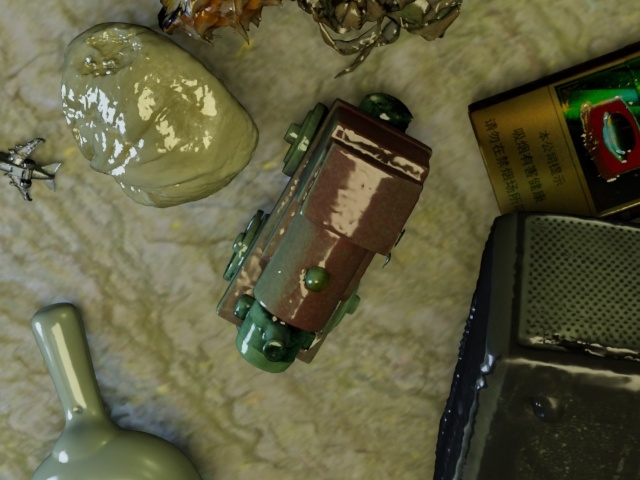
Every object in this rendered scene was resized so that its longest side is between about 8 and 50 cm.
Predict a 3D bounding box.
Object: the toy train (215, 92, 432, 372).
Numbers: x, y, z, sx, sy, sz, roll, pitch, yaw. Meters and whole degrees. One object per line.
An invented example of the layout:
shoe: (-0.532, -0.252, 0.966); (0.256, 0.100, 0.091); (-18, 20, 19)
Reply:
toy train: (0.000, 0.000, 1.934); (0.150, 0.221, 0.304); (26, 108, -7)

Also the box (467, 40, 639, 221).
box: (0.283, -0.096, 1.935); (0.240, 0.071, 0.159); (-20, 73, 9)

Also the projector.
projector: (0.324, 0.198, 1.904); (0.405, 0.242, 0.395); (10, 135, 0)

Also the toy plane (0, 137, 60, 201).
toy plane: (-0.315, -0.077, 2.030); (0.083, 0.031, 0.079); (14, 121, -3)

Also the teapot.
teapot: (-0.216, 0.238, 2.061); (0.219, 0.149, 0.318); (7, 110, 10)

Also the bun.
bun: (-0.175, -0.114, 1.916); (0.220, 0.220, 0.134); (36, 72, -8)

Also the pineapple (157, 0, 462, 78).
pineapple: (0.010, -0.267, 1.867); (0.271, 0.262, 0.262); (21, 108, -16)
